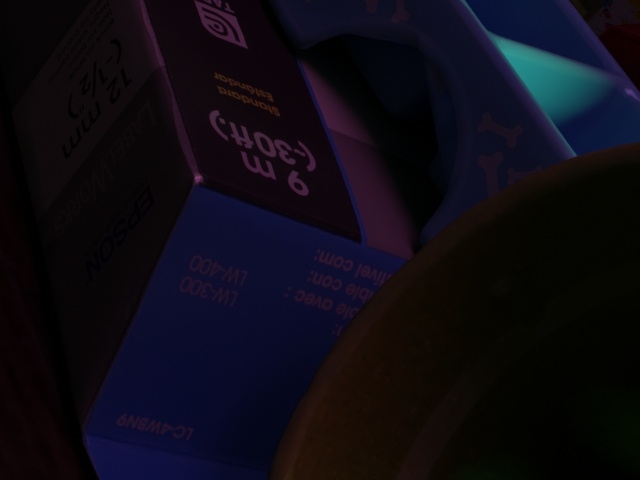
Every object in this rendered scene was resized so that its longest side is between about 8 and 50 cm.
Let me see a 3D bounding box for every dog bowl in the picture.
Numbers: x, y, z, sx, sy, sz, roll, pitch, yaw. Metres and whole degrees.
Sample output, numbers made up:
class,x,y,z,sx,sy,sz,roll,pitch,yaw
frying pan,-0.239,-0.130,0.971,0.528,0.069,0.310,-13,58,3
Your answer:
class,x,y,z,sx,sy,sz,roll,pitch,yaw
dog bowl,0.089,-0.060,0.687,0.166,0.074,0.297,7,46,-51

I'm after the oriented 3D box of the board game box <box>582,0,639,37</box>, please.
class,x,y,z,sx,sy,sz,roll,pitch,yaw
board game box,0.242,-0.116,0.990,0.144,0.275,0.142,42,27,-1

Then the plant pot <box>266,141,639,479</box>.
class,x,y,z,sx,sy,sz,roll,pitch,yaw
plant pot,0.155,0.144,0.532,0.254,0.276,0.276,37,25,-39

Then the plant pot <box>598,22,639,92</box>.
class,x,y,z,sx,sy,sz,roll,pitch,yaw
plant pot,0.227,0.017,0.830,0.236,0.267,0.267,39,25,18

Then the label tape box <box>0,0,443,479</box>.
class,x,y,z,sx,sy,sz,roll,pitch,yaw
label tape box,0.000,0.000,0.681,0.249,0.115,0.348,20,33,-38
